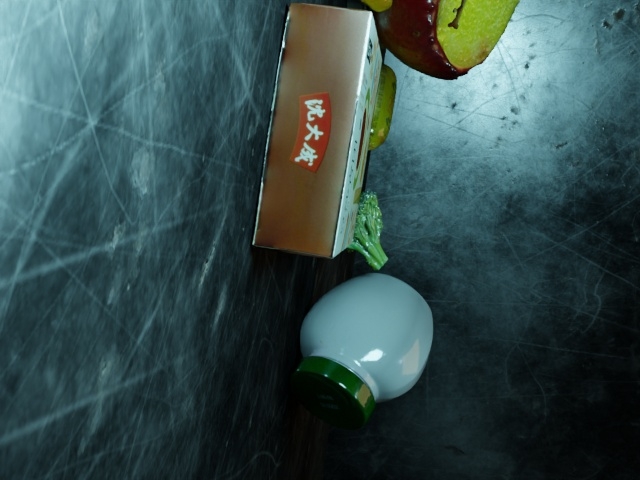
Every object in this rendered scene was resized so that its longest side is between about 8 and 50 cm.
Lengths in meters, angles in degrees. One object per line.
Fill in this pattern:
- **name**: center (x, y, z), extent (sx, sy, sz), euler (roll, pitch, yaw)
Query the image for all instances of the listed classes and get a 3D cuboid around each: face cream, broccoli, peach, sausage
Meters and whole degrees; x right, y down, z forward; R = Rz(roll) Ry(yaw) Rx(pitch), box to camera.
- **face cream**: center (0.101, 0.257, 1.958), extent (0.357, 0.313, 0.219), euler (-52, 159, -35)
- **broccoli**: center (0.090, -0.010, 1.960), extent (0.220, 0.194, 0.194), euler (152, -49, -69)
- **peach**: center (0.275, -0.588, 1.857), extent (0.335, 0.310, 0.405), euler (-29, 143, -34)
- **sausage**: center (0.163, -0.411, 2.461), extent (0.123, 0.123, 0.346), euler (90, 10, -60)

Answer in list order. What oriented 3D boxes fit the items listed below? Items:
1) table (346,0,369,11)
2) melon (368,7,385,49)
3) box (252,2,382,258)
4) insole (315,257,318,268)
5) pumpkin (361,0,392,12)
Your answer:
- **table**: center (0.093, -0.582, 1.874), extent (0.133, 0.043, 0.133), euler (9, 90, -85)
- **melon**: center (0.184, -0.636, 2.351), extent (0.114, 0.114, 0.167), euler (88, 12, -63)
- **box**: center (0.008, -0.159, 1.287), extent (0.385, 0.122, 0.344), euler (-26, 125, -83)
- **insole**: center (0.000, 0.000, 2.097), extent (0.053, 0.002, 0.152), euler (-16, 115, -84)
- **pumpkin**: center (0.101, -0.624, 1.629), extent (0.258, 0.095, 0.290), euler (-43, 138, -75)
